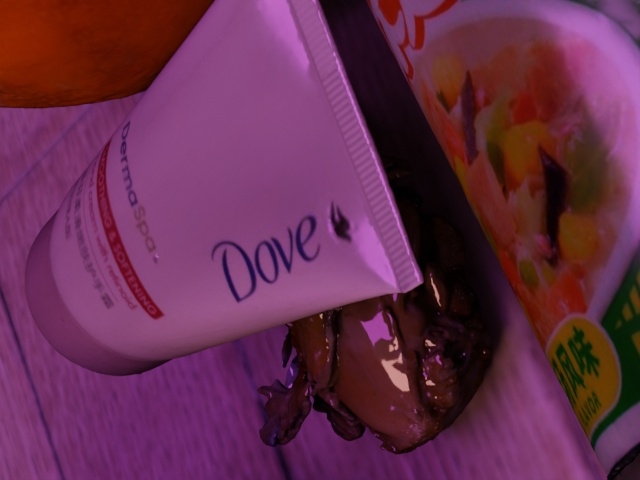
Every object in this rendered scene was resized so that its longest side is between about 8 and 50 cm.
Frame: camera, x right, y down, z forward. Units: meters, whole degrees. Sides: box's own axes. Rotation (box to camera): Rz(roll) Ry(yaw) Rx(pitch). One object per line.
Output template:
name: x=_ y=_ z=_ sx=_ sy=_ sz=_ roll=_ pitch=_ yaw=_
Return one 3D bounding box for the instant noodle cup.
instant noodle cup: x=0.112 y=-0.053 z=0.565 sx=0.207 sy=0.207 sz=0.232 roll=-37 pitch=64 yaw=42

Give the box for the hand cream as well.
hand cream: x=-0.039 y=-0.010 z=0.717 sx=0.248 sy=0.083 sz=0.133 roll=-38 pitch=73 yaw=59

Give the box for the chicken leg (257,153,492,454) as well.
chicken leg: x=0.004 y=-0.003 z=0.792 sx=0.125 sy=0.080 sz=0.196 roll=-39 pitch=62 yaw=53

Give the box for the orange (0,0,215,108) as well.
orange: x=-0.091 y=-0.187 z=0.747 sx=0.226 sy=0.284 sz=0.284 roll=34 pitch=123 yaw=0
